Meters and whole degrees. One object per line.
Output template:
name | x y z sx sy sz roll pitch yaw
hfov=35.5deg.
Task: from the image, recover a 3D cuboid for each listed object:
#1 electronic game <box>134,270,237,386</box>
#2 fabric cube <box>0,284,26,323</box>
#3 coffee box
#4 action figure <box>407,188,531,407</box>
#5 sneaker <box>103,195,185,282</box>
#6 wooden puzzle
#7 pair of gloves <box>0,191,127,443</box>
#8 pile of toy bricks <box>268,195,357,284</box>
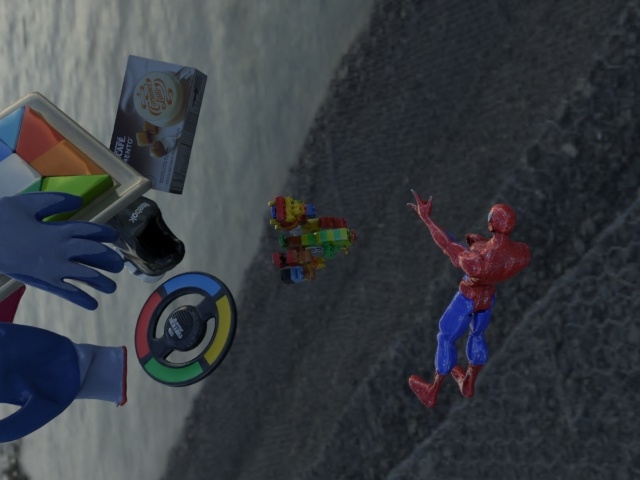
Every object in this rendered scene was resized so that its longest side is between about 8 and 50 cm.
electronic game | -0.260 0.168 1.919 0.229 0.048 0.229 -10 66 24
fabric cube | -0.671 0.133 1.567 0.258 0.259 0.254 4 70 26
coffee box | -0.324 -0.225 1.969 0.098 0.141 0.247 -3 -74 -82
action figure | 0.150 0.046 1.117 0.139 0.091 0.280 59 149 36
sneaker | -0.261 -0.037 1.276 0.106 0.234 0.078 -16 38 49
wooden puzzle | -0.336 -0.058 1.083 0.238 0.221 0.044 35 152 29
pair of gloves | -0.214 0.051 0.737 0.023 0.159 0.198 -29 59 46
pile of toy bricks | 0.000 0.000 1.394 0.212 0.105 0.118 48 -144 -75
